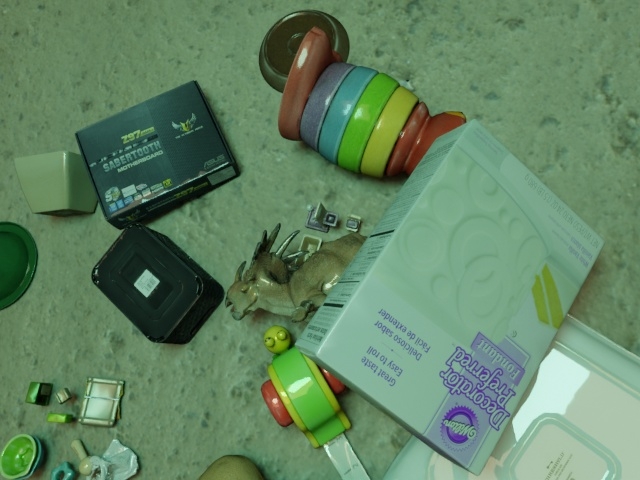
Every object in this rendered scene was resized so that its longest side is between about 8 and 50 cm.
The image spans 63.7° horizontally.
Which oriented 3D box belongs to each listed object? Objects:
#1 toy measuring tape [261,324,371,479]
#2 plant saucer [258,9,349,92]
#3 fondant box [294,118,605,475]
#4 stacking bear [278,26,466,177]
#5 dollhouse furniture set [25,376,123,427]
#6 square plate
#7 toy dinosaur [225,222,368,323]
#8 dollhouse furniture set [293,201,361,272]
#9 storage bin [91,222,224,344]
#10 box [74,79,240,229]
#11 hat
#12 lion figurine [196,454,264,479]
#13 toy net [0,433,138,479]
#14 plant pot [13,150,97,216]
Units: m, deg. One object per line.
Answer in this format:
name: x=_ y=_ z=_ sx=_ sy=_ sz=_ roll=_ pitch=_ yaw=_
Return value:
toy measuring tape: x=0.008 y=0.257 z=0.707 sx=0.121 sy=0.121 sz=0.330 roll=-34 pitch=71 yaw=4
plant saucer: x=-0.034 y=-0.338 z=0.908 sx=0.168 sy=0.029 sz=0.169 roll=-3 pitch=77 yaw=13
fondant box: x=0.162 y=0.062 z=0.618 sx=0.238 sy=0.096 sz=0.330 roll=39 pitch=76 yaw=-11
stacking bear: x=0.098 y=-0.169 z=0.773 sx=0.288 sy=0.175 sz=0.164 roll=27 pitch=99 yaw=10
dollhouse furniture set: x=-0.401 y=0.266 z=0.859 sx=0.151 sy=0.059 sz=0.076 roll=6 pitch=70 yaw=-4
square plate: x=0.300 y=0.281 z=0.640 sx=0.344 sy=0.049 sz=0.347 roll=34 pitch=89 yaw=29
toy dinosaur: x=0.012 y=0.045 z=0.738 sx=0.295 sy=0.127 sz=0.200 roll=-17 pitch=43 yaw=-16
dollhouse furniture set: x=0.000 y=0.000 z=0.791 sx=0.090 sy=0.081 sz=0.115 roll=16 pitch=81 yaw=17
storage bin: x=-0.264 y=0.071 z=0.839 sx=0.180 sy=0.084 sz=0.122 roll=38 pitch=88 yaw=20
box: x=-0.280 y=-0.150 z=0.888 sx=0.232 sy=0.059 sz=0.184 roll=-24 pitch=72 yaw=-5
hat: x=-0.619 y=0.026 z=0.883 sx=0.208 sy=0.183 sz=0.173 roll=-18 pitch=73 yaw=9
lion figurine: x=-0.085 y=0.376 z=0.671 sx=0.392 sy=0.142 sz=0.240 roll=19 pitch=65 yaw=39
toy net: x=-0.402 y=0.370 z=0.807 sx=0.232 sy=0.045 sz=0.122 roll=-6 pitch=58 yaw=14
plant pot: x=-0.461 y=-0.095 z=0.920 sx=0.108 sy=0.109 sz=0.097 roll=-5 pitch=86 yaw=12
